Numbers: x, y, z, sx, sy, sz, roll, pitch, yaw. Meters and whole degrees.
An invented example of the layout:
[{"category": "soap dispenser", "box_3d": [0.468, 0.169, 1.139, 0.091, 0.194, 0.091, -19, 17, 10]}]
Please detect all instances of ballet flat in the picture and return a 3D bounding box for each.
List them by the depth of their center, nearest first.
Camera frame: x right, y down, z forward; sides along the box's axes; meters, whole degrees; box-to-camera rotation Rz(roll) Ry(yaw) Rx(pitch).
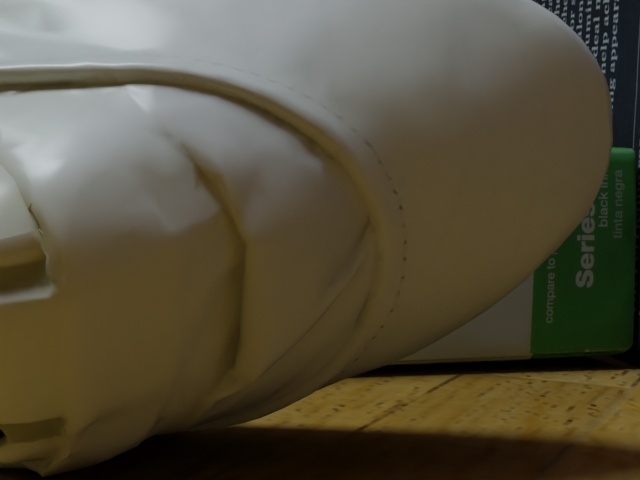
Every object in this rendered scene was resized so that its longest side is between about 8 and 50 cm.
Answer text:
[{"category": "ballet flat", "box_3d": [-0.116, 0.007, 0.400, 0.400, 0.139, 0.139, -2, 5, -2]}]

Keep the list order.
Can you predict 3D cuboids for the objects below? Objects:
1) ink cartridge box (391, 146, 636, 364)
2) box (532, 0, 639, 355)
[{"category": "ink cartridge box", "box_3d": [0.000, 0.000, 0.644, 0.208, 0.086, 0.153, -1, 5, -25]}, {"category": "box", "box_3d": [0.265, -0.053, 0.676, 0.294, 0.211, 0.395, 2, 5, -9]}]
